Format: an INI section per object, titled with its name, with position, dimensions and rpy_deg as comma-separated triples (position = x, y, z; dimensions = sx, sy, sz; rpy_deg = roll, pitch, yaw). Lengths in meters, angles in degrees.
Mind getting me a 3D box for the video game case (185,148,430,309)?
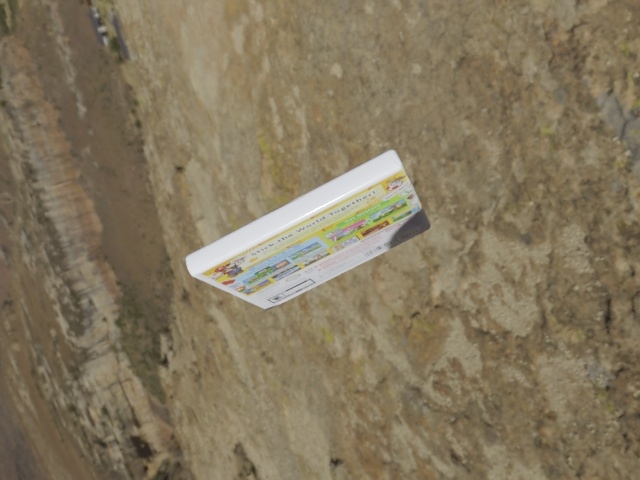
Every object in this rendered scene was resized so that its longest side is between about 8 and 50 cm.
[video game case]
position = 0.000, 0.000, 0.718
dimensions = 0.026, 0.227, 0.206
rpy_deg = 66, -171, 21
